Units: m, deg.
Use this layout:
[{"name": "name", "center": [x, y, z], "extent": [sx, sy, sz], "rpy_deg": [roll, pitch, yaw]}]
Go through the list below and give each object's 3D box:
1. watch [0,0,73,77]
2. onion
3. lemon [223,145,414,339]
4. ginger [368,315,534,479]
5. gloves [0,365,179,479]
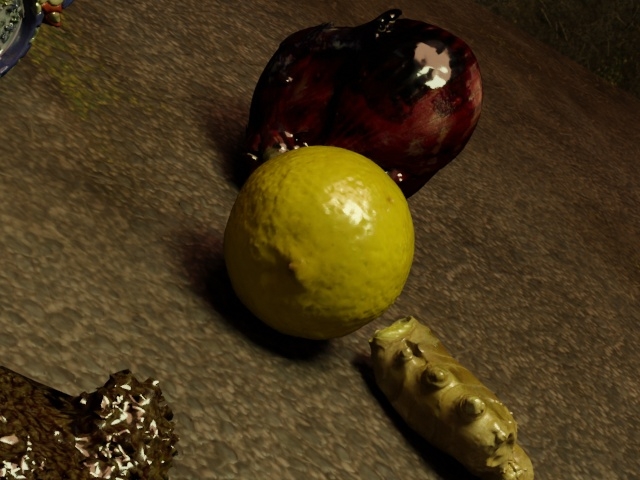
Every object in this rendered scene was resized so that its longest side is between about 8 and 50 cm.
[{"name": "watch", "center": [-0.361, -0.249, 1.388], "extent": [0.200, 0.171, 0.196], "rpy_deg": [30, 7, 17]}, {"name": "onion", "center": [0.054, -0.140, 1.632], "extent": [0.281, 0.281, 0.221], "rpy_deg": [-64, 134, -69]}, {"name": "lemon", "center": [0.000, 0.000, 1.366], "extent": [0.178, 0.178, 0.203], "rpy_deg": [35, 21, -2]}, {"name": "ginger", "center": [0.116, 0.151, 1.356], "extent": [0.205, 0.081, 0.115], "rpy_deg": [43, 16, 15]}, {"name": "gloves", "center": [-0.169, 0.161, 0.830], "extent": [0.210, 0.135, 0.312], "rpy_deg": [8, 31, -40]}]
